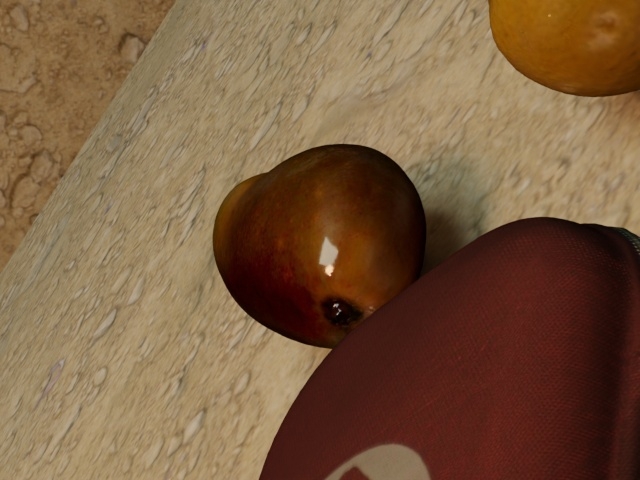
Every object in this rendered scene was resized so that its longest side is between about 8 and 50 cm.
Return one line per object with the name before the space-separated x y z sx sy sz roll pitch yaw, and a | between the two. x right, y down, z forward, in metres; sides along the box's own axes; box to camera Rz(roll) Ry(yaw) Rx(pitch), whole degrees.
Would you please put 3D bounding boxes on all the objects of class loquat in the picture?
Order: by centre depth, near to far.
loquat | 0.152 -0.145 0.818 0.141 0.141 0.141 -48 20 24

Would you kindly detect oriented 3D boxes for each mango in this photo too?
mango | 0.000 0.000 0.985 0.267 0.111 0.133 20 93 70

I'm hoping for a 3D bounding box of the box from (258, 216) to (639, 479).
box | 0.043 0.166 0.606 0.263 0.108 0.404 -39 24 41
